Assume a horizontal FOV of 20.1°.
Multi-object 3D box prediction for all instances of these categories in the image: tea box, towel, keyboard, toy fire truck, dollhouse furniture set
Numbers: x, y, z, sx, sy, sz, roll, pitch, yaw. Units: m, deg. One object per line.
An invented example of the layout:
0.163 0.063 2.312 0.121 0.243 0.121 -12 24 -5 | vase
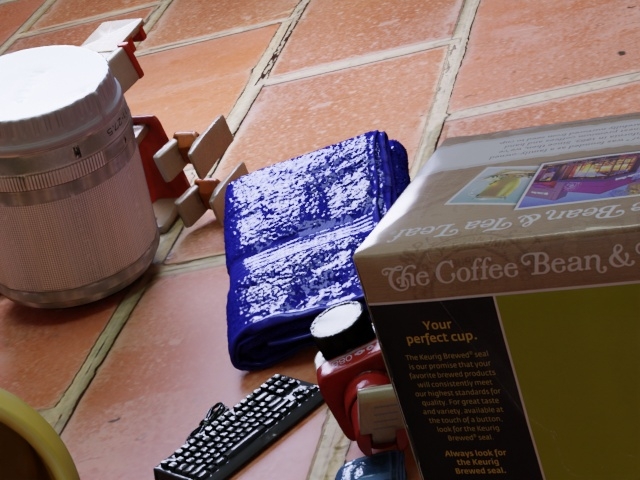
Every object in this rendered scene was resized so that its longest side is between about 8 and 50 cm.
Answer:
0.245 0.087 1.337 0.329 0.323 0.220 -5 25 27 | tea box
0.042 0.222 1.566 0.067 0.029 0.119 -15 22 9 | towel
-0.087 0.183 1.768 0.108 0.023 0.180 5 31 45 | keyboard
0.101 0.112 1.587 0.217 0.158 0.246 -25 25 7 | toy fire truck
0.000 0.000 1.973 0.228 0.076 0.308 -14 36 6 | towel
-0.237 -0.142 2.344 0.262 0.259 0.135 0 37 34 | dollhouse furniture set

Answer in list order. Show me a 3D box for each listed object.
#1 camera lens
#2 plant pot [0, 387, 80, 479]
-0.323 -0.071 2.186 0.219 0.274 0.219 -8 31 5 | camera lens
-0.329 0.230 1.577 0.254 0.254 0.239 -19 8 -2 | plant pot
